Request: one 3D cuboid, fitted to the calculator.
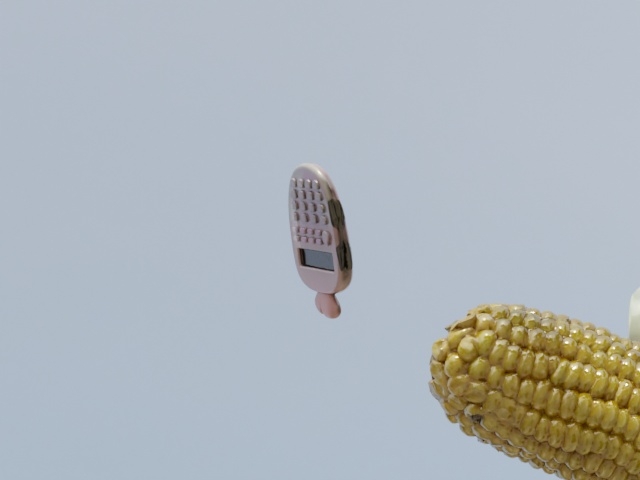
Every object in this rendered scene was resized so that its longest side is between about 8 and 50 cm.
[{"bbox_3d":[0.000,0.000,1.832,0.024,0.103,0.166,-14,-78,-28],"label":"calculator"}]

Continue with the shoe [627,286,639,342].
[{"bbox_3d":[0.375,0.100,1.659,0.110,0.095,0.265,0,-13,28],"label":"shoe"}]

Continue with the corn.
[{"bbox_3d":[0.199,0.114,0.984,0.293,0.106,0.106,19,-53,4],"label":"corn"}]
